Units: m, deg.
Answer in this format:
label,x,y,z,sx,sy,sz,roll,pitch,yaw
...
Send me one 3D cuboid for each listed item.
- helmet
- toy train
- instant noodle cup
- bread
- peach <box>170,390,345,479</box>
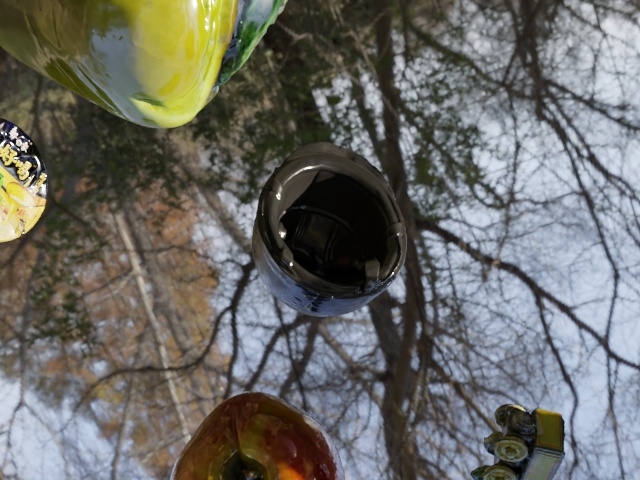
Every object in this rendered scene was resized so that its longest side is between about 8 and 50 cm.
label,x,y,z,sx,sy,sz,roll,pitch,yaw
helmet,0.000,0.000,1.185,0.160,0.230,0.279,122,-18,-48
toy train,0.195,0.242,0.781,0.081,0.202,0.060,11,-140,6
instant noodle cup,-0.433,-0.069,0.964,0.122,0.151,0.151,-5,-159,36
bread,-0.201,-0.266,0.759,0.376,0.208,0.251,31,-92,42
peach,-0.083,0.342,1.069,0.238,0.281,0.281,-11,-167,0
